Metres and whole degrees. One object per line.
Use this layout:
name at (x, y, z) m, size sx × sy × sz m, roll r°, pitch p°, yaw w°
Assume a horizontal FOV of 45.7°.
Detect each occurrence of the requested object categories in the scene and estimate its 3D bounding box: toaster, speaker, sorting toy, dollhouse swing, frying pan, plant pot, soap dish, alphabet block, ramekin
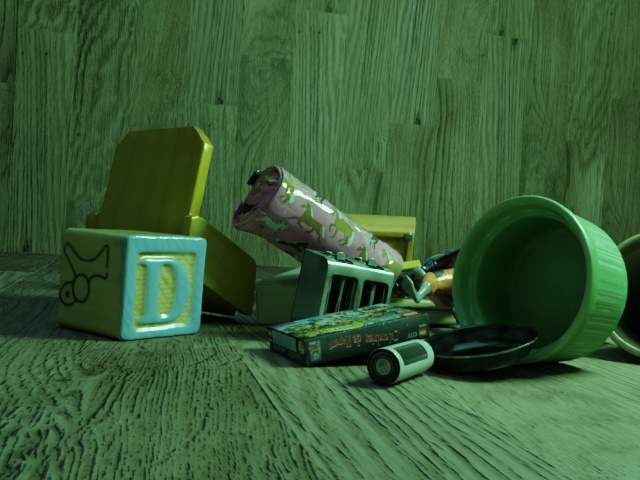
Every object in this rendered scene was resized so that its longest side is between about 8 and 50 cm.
toaster at (0.038, 0.116, 1.496) m, size 0.168 × 0.186 × 0.110 m, roll 12°, pitch -1°, yaw -31°
speaker at (0.123, 0.183, 1.149) m, size 0.055 × 0.055 × 0.136 m, roll 5°, pitch 1°, yaw 30°
sorting toy at (0.174, 0.181, 1.872) m, size 0.307 × 0.041 × 0.229 m, roll 2°, pitch 4°, yaw -12°
dollhouse swing at (-0.309, -0.040, 1.704) m, size 0.346 × 0.305 × 0.315 m, roll 2°, pitch -27°, yaw 38°
frying pan at (0.203, 0.188, 1.255) m, size 0.326 × 0.053 × 0.197 m, roll -11°, pitch 6°, yaw -13°
plant pot at (0.707, 0.138, 1.545) m, size 0.263 × 0.263 × 0.229 m, roll 5°, pitch -17°, yaw 30°
soap dish at (0.109, 0.048, 2.000) m, size 0.290 × 0.229 × 0.118 m, roll 2°, pitch 15°, yaw -12°
alphabet block at (-0.355, 0.077, 1.432) m, size 0.197 × 0.192 × 0.193 m, roll 6°, pitch 1°, yaw 38°
ramekin at (0.403, 0.080, 1.390) m, size 0.148 × 0.303 × 0.303 m, roll 12°, pitch -4°, yaw -37°

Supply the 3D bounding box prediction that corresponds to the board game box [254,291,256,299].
board game box at (-0.210, 0.153, 2.146) m, size 0.090 × 0.020 × 0.090 m, roll 4°, pitch 0°, yaw 24°

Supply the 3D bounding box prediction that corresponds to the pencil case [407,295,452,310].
pencil case at (0.352, 0.148, 2.095) m, size 0.124 × 0.124 × 0.284 m, roll 3°, pitch 1°, yaw -30°

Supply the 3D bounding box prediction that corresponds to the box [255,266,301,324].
box at (-0.040, 0.120, 1.746) m, size 0.113 × 0.094 × 0.275 m, roll 1°, pitch 7°, yaw 24°

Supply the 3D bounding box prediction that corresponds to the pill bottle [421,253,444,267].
pill bottle at (0.408, 0.122, 2.489) m, size 0.152 × 0.152 × 0.272 m, roll 4°, pitch 2°, yaw -3°

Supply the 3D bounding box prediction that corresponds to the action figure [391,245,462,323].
action figure at (0.294, 0.121, 1.810) m, size 0.341 × 0.179 × 0.330 m, roll -27°, pitch -12°, yaw 17°

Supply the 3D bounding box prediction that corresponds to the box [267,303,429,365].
box at (0.046, 0.157, 1.306) m, size 0.233 × 0.044 × 0.159 m, roll -9°, pitch 5°, yaw -25°

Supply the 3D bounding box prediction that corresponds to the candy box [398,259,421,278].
candy box at (0.147, 0.103, 1.918) m, size 0.205 × 0.027 × 0.105 m, roll -8°, pitch -37°, yaw -11°

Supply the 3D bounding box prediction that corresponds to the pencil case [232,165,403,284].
pencil case at (0.000, 0.000, 1.624) m, size 0.386 × 0.160 × 0.167 m, roll 34°, pitch 2°, yaw -26°
